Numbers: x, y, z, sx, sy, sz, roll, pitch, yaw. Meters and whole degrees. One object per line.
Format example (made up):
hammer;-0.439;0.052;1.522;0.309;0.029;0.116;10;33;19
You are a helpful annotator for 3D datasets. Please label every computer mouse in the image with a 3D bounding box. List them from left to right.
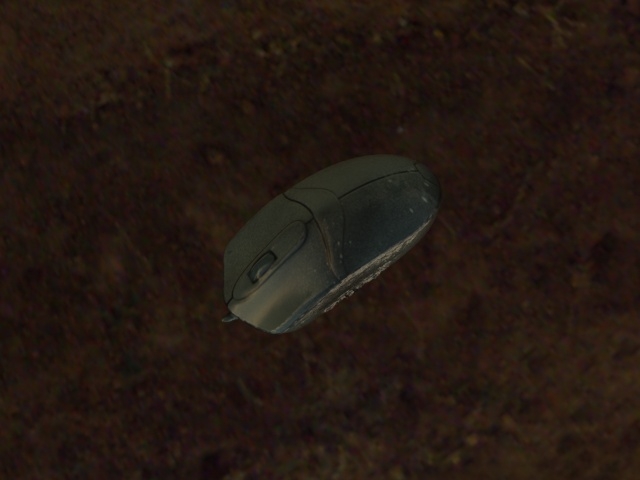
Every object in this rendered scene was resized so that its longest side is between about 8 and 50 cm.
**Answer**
computer mouse;-0.001;-0.004;1.226;0.229;0.113;0.068;-34;145;1
